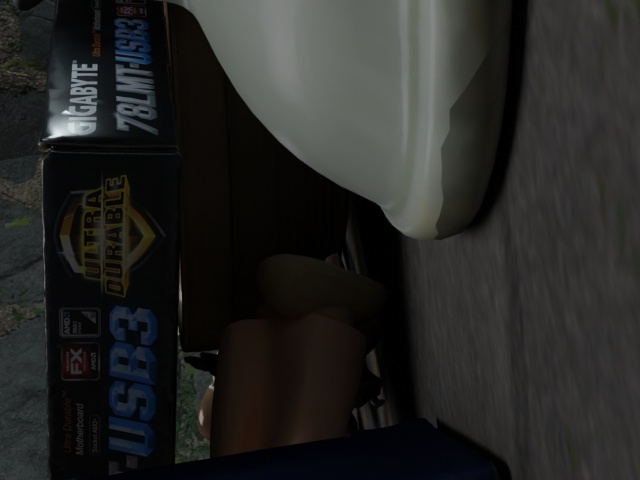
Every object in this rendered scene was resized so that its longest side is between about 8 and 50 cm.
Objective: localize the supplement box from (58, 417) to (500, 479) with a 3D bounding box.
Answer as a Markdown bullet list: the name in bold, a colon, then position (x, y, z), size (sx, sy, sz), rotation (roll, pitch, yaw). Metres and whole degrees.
- **supplement box**: position (-0.012, 0.265, 0.523), size (0.195, 0.194, 0.356), rotation (131, 130, -86)

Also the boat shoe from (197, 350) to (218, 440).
- **boat shoe**: position (-0.040, 0.097, 1.100), size (0.257, 0.095, 0.095), rotation (-55, -32, -75)

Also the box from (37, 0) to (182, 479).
- **box**: position (-0.119, 0.020, 0.786), size (0.293, 0.073, 0.295), rotation (-107, 19, -60)

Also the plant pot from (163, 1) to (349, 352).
- **plant pot**: position (-0.044, -0.048, 0.889), size (0.237, 0.110, 0.237), rotation (178, 90, -82)

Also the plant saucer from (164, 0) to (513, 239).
- **plant saucer**: position (-0.031, -0.192, 0.444), size (0.400, 0.101, 0.400), rotation (172, 90, -87)

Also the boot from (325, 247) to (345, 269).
- **boot**: position (0.000, 0.000, 1.020), size (0.114, 0.037, 0.106), rotation (-98, -13, -58)

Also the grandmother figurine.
- **grandmother figurine**: position (-0.032, 0.193, 0.717), size (0.208, 0.104, 0.342), rotation (77, -159, -63)

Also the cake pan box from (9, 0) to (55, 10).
- **cake pan box**: position (-0.131, -0.268, 0.867), size (0.070, 0.267, 0.246), rotation (38, -179, -5)

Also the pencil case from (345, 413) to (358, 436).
- **pencil case**: position (0.003, 0.220, 1.158), size (0.098, 0.095, 0.209), rotation (47, -164, -30)

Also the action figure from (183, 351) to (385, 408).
- **action figure**: position (-0.019, 0.205, 0.912), size (0.141, 0.164, 0.275), rotation (3, 98, 49)
